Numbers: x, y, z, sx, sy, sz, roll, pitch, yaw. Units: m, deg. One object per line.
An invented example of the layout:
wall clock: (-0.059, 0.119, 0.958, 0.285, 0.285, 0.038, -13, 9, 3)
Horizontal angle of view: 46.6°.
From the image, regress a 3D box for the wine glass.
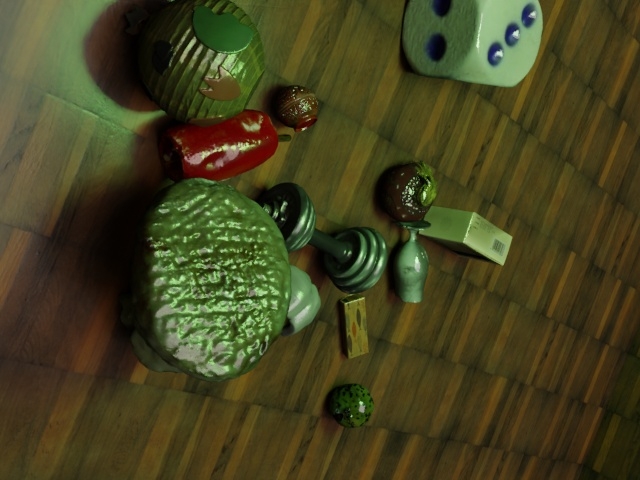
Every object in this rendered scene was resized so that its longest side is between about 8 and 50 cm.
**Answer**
wine glass: (0.247, 0.056, 2.024, 0.103, 0.103, 0.222, -11, 110, -37)

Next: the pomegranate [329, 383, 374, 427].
pomegranate: (0.090, 0.448, 2.021, 0.122, 0.122, 0.161, -65, 159, -3)

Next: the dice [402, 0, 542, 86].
dice: (0.380, -0.522, 1.861, 0.259, 0.243, 0.251, -6, 107, -42)

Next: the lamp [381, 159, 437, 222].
lamp: (0.237, -0.121, 1.935, 0.156, 0.135, 0.157, -23, 120, -33)

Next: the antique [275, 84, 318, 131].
antique: (-0.054, -0.299, 1.659, 0.104, 0.104, 0.104, -14, 113, -37)

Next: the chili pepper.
chili pepper: (-0.162, -0.211, 1.560, 0.338, 0.134, 0.131, -19, 135, -33)

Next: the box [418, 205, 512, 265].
box: (0.408, -0.015, 2.092, 0.212, 0.168, 0.095, 25, 83, -42)

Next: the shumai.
shumai: (-0.260, 0.105, 1.474, 0.324, 0.323, 0.398, 13, 62, -31)

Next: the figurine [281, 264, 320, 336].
figurine: (-0.107, 0.109, 1.651, 0.133, 0.236, 0.176, -47, 130, -18)

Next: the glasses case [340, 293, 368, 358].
glasses case: (0.088, 0.229, 1.987, 0.064, 0.041, 0.170, -15, 114, -24)

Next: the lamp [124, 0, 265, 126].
lamp: (-0.244, -0.355, 1.401, 0.284, 0.250, 0.250, 32, 81, -7)

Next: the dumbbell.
dumbbell: (0.000, 0.000, 1.746, 0.406, 0.179, 0.179, 29, 85, -42)
